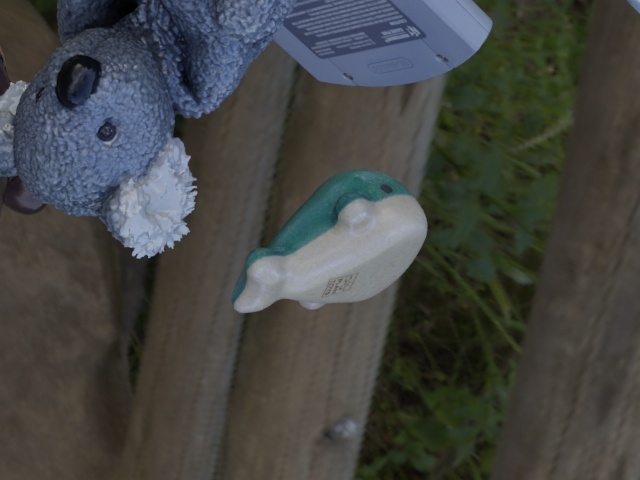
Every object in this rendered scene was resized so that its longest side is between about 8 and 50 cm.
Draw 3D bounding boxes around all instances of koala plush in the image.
[{"bbox_3d":[-0.131,-0.111,0.989,0.196,0.203,0.221,23,82,8],"label":"koala plush"}]

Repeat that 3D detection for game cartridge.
[{"bbox_3d":[0.041,-0.246,1.571,0.198,0.297,0.062,36,71,-28],"label":"game cartridge"}]

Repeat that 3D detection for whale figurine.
[{"bbox_3d":[0.000,0.000,1.841,0.272,0.141,0.216,-19,152,-29],"label":"whale figurine"}]

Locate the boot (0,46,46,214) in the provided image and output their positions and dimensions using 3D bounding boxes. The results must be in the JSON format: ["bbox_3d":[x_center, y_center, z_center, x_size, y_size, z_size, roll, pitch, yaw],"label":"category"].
[{"bbox_3d":[-0.308,-0.073,1.365,0.090,0.207,0.248,-11,130,1],"label":"boot"}]

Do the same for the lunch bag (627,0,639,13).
[{"bbox_3d":[0.146,-0.135,0.605,0.083,0.053,0.071,-43,81,-6],"label":"lunch bag"}]
